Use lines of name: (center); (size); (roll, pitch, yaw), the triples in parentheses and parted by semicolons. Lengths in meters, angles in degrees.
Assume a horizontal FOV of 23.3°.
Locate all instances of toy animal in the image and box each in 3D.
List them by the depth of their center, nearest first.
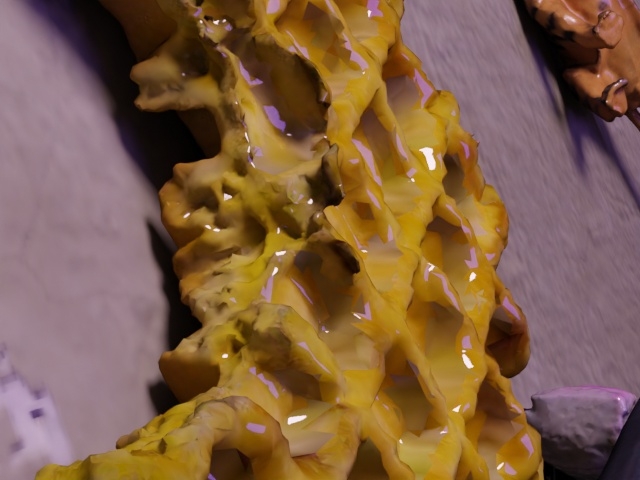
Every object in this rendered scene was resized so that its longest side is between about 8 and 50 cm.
toy animal: (0.184, -0.107, 0.937); (0.116, 0.114, 0.255); (27, -29, 56)

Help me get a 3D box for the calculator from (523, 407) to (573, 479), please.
calculator: (0.149, 0.198, 0.673); (0.274, 0.028, 0.165); (49, 31, -40)

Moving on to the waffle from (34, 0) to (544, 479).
waffle: (0.000, 0.000, 0.465); (0.260, 0.069, 0.292); (28, 48, -55)

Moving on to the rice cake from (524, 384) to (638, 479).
rice cake: (0.143, 0.100, 0.646); (0.207, 0.047, 0.036); (33, 47, -49)

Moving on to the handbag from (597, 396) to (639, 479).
handbag: (0.108, 0.197, 0.488); (0.211, 0.089, 0.254); (-42, 125, -58)
